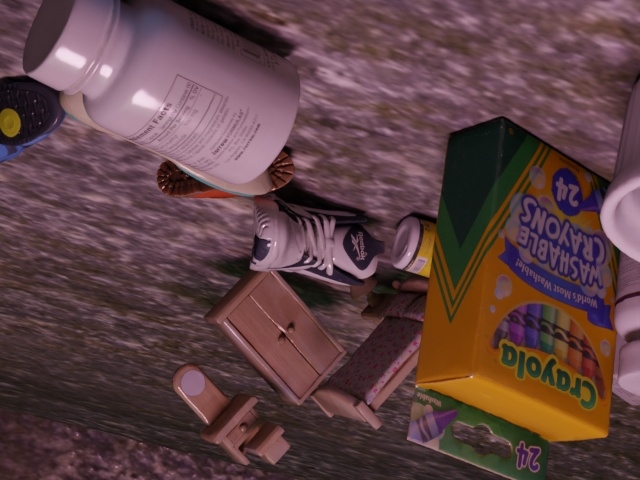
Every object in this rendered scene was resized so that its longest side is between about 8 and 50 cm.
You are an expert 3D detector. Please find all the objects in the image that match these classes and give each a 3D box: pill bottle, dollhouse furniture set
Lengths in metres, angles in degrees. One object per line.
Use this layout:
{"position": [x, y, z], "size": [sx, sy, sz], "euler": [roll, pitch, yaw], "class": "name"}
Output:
{"position": [0.359, 0.043, 1.337], "size": [0.121, 0.221, 0.121], "euler": [9, 159, 3], "class": "pill bottle"}
{"position": [0.000, 0.133, 1.646], "size": [0.174, 0.303, 0.355], "euler": [49, 160, -17], "class": "dollhouse furniture set"}
{"position": [-0.144, -0.150, 1.209], "size": [0.229, 0.131, 0.131], "euler": [24, 155, -30], "class": "pill bottle"}
{"position": [0.148, 0.017, 1.584], "size": [0.116, 0.065, 0.065], "euler": [18, 158, -17], "class": "pill bottle"}

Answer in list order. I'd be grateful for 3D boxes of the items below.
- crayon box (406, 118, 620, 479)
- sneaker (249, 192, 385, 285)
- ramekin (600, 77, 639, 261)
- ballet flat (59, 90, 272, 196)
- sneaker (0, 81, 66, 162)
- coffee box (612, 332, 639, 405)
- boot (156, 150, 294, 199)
{"position": [0.205, 0.067, 1.330], "size": [0.203, 0.323, 0.083], "euler": [25, 154, -34], "class": "crayon box"}
{"position": [0.000, 0.000, 1.547], "size": [0.153, 0.094, 0.235], "euler": [2, 169, 2], "class": "sneaker"}
{"position": [0.392, -0.066, 1.166], "size": [0.277, 0.135, 0.277], "euler": [9, 159, 3], "class": "ramekin"}
{"position": [-0.145, -0.120, 1.367], "size": [0.248, 0.086, 0.086], "euler": [21, 156, -23], "class": "ballet flat"}
{"position": [-0.341, -0.128, 1.468], "size": [0.209, 0.069, 0.082], "euler": [-19, 178, 36], "class": "sneaker"}
{"position": [0.465, 0.085, 1.470], "size": [0.297, 0.168, 0.119], "euler": [-7, 153, 39], "class": "coffee box"}
{"position": [-0.095, -0.074, 1.496], "size": [0.158, 0.059, 0.084], "euler": [-3, 173, 21], "class": "boot"}
